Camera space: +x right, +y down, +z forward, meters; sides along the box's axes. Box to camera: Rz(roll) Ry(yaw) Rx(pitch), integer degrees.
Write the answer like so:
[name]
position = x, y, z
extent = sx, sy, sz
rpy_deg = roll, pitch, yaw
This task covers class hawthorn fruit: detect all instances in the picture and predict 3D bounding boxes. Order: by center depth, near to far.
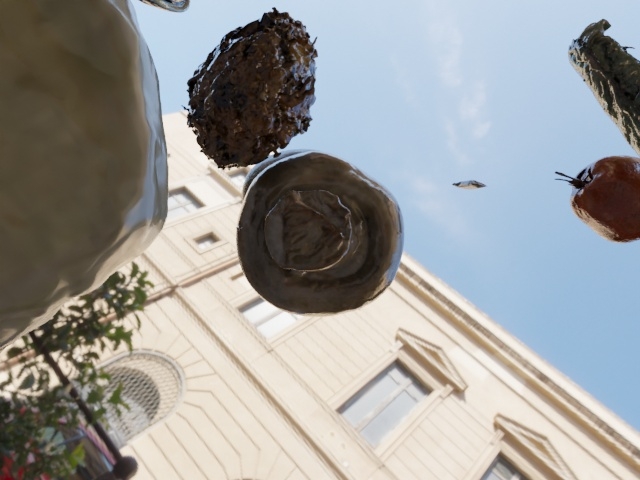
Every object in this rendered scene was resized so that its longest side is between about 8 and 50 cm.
[hawthorn fruit]
position = 0.702, -0.112, 1.191
extent = 0.299, 0.211, 0.211
rpy_deg = 20, -47, -9

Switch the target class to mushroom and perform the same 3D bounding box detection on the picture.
[mushroom]
position = 0.000, 0.000, 0.825
extent = 0.290, 0.298, 0.297
rpy_deg = -103, 174, -82

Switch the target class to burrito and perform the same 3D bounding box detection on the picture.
[burrito]
position = 0.457, -0.202, 0.720
extent = 0.096, 0.066, 0.309
rpy_deg = 76, -2, -59

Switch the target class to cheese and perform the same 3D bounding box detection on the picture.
[cheese]
position = -0.252, -0.079, 0.298
extent = 0.115, 0.318, 0.326
rpy_deg = -159, -102, -73

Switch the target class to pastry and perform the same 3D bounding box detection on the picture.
[pastry]
position = -0.095, -0.224, 0.796
extent = 0.275, 0.274, 0.193
rpy_deg = 3, -27, 44

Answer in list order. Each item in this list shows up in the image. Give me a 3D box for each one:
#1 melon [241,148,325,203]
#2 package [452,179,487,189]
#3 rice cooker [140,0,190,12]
[melon]
position = -0.067, -0.128, 1.348
extent = 0.329, 0.249, 0.248
rpy_deg = -12, -79, 37
[package]
position = 0.312, -0.117, 1.038
extent = 0.110, 0.037, 0.015
rpy_deg = -153, -106, -83
[rice cooker]
position = -0.279, -0.558, 0.852
extent = 0.317, 0.317, 0.264
rpy_deg = -28, -81, 48
